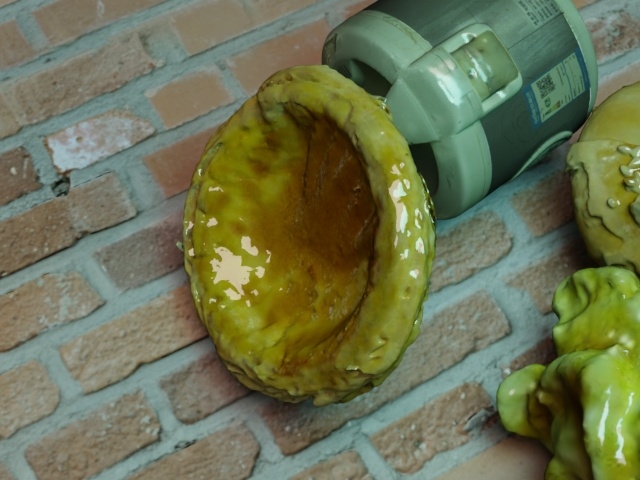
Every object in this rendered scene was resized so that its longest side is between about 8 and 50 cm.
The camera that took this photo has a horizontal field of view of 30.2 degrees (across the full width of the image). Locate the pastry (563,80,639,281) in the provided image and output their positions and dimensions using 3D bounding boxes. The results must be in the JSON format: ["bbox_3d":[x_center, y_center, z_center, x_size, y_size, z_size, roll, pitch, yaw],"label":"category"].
[{"bbox_3d":[0.445,-0.063,1.384,0.315,0.184,0.284,2,76,-30],"label":"pastry"}]

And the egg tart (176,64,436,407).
[{"bbox_3d":[0.000,0.000,1.323,0.169,0.388,0.388,-2,60,-43],"label":"egg tart"}]

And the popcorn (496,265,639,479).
[{"bbox_3d":[0.371,0.196,1.258,0.279,0.335,0.274,38,105,-23],"label":"popcorn"}]

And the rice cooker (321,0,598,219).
[{"bbox_3d":[0.160,-0.186,1.420,0.277,0.288,0.288,-35,72,-20],"label":"rice cooker"}]
